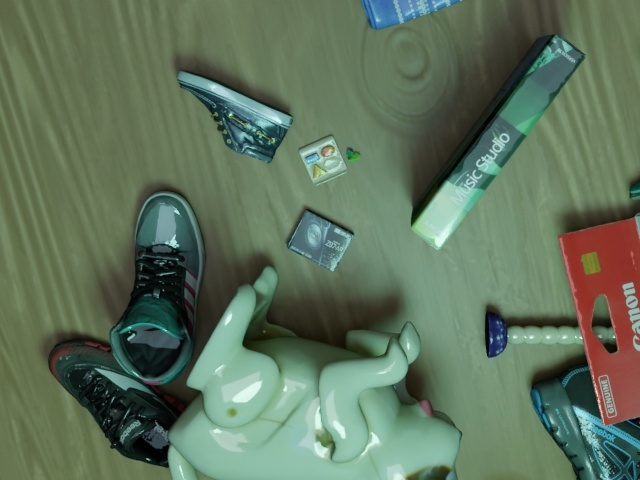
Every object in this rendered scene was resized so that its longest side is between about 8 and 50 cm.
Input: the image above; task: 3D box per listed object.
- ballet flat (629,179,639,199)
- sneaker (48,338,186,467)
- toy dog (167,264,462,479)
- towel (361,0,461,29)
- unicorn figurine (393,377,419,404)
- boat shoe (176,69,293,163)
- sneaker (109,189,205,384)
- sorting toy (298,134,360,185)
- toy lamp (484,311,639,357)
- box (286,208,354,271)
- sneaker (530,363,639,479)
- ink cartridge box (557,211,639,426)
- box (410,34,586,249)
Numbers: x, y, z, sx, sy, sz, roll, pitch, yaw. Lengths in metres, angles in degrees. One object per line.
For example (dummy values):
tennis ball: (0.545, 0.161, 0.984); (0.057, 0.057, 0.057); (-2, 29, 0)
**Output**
ballet flat: (0.560, -0.101, 1.767); (0.213, 0.072, 0.068); (-33, 103, 6)
sneaker: (-0.301, 0.251, 1.822); (0.276, 0.135, 0.097); (38, 101, -4)
toy dog: (0.008, 0.276, 1.696); (0.408, 0.284, 0.395); (28, 90, 4)
towel: (0.190, -0.467, 1.721); (0.336, 0.040, 0.243); (-19, 101, 5)
unicorn figurine: (0.110, 0.238, 1.847); (0.111, 0.060, 0.162); (-6, 103, 7)
boat shoe: (-0.138, -0.182, 1.769); (0.183, 0.065, 0.083); (24, 99, -4)
sneaker: (-0.241, 0.082, 1.764); (0.124, 0.178, 0.295); (1, 101, 1)
sorting toy: (0.016, -0.125, 1.803); (0.083, 0.012, 0.062); (-23, 99, 6)
toy lamp: (0.389, 0.145, 1.815); (0.275, 0.080, 0.080); (-1, 101, 3)
box: (0.000, 0.000, 1.825); (0.083, 0.018, 0.067); (28, 101, -4)
sneaker: (0.451, 0.346, 1.829); (0.140, 0.125, 0.341); (-27, 101, 1)
ink cartridge box: (0.508, 0.102, 1.751); (0.261, 0.066, 0.296); (-14, 90, -14)
box: (0.240, -0.143, 1.684); (0.058, 0.232, 0.322); (35, 99, -1)
